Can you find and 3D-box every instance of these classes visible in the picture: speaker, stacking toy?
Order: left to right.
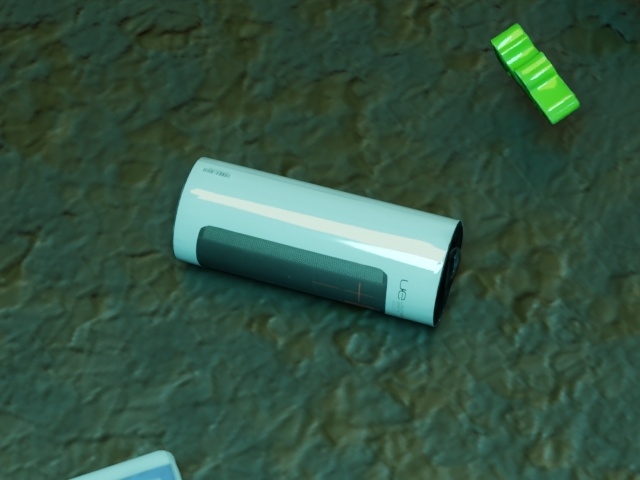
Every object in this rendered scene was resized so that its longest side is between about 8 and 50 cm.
[{"bbox_3d":[0.000,0.000,0.951,0.136,0.055,0.055,15,61,10],"label":"speaker"},{"bbox_3d":[0.138,-0.173,1.014,0.167,0.052,0.221,-33,54,2],"label":"stacking toy"}]

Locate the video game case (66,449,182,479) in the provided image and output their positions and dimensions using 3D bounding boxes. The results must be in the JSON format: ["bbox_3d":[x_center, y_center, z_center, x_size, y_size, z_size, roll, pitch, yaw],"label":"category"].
[{"bbox_3d":[-0.175,0.269,0.810,0.329,0.036,0.300,-17,60,-8],"label":"video game case"}]
